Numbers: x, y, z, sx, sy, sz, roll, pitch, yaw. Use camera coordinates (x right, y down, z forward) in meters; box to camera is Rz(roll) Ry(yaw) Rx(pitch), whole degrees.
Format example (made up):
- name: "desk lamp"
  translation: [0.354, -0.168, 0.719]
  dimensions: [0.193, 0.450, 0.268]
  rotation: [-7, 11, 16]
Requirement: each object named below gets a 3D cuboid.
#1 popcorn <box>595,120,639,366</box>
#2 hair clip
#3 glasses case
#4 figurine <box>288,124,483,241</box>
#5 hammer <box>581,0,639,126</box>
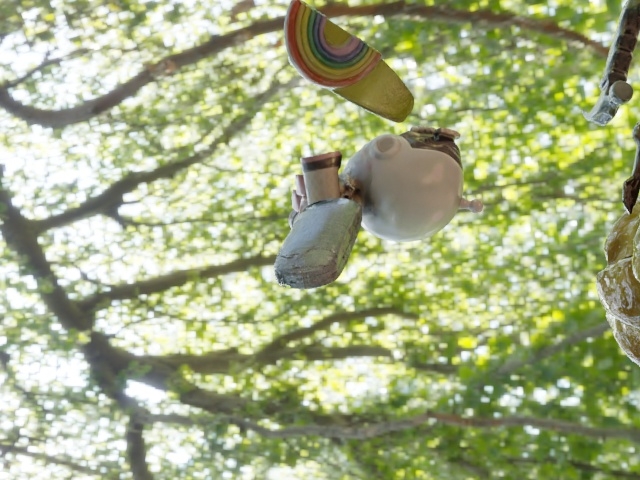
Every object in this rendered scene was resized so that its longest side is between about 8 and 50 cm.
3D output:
- name: "popcorn"
  translation: [0.507, 0.008, 1.312]
  dimensions: [0.349, 0.349, 0.381]
  rotation: [-25, -102, -51]
- name: "hair clip"
  translation: [0.031, -0.158, 0.973]
  dimensions: [0.188, 0.033, 0.060]
  rotation: [28, -88, -41]
- name: "glasses case"
  translation: [0.000, 0.000, 1.711]
  dimensions: [0.282, 0.109, 0.067]
  rotation: [-67, -31, -59]
- name: "figurine"
  translation: [0.118, -0.083, 2.035]
  dimensions: [0.361, 0.253, 0.211]
  rotation: [-19, -106, -22]
- name: "hammer"
  translation: [0.502, -0.300, 1.731]
  dimensions: [0.159, 0.041, 0.226]
  rotation: [118, 172, -74]
